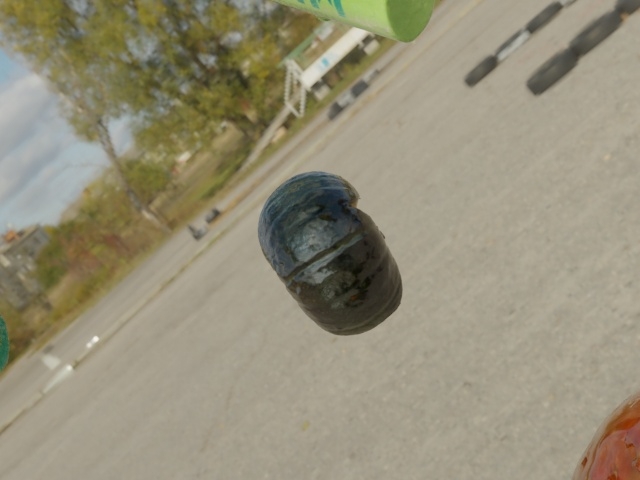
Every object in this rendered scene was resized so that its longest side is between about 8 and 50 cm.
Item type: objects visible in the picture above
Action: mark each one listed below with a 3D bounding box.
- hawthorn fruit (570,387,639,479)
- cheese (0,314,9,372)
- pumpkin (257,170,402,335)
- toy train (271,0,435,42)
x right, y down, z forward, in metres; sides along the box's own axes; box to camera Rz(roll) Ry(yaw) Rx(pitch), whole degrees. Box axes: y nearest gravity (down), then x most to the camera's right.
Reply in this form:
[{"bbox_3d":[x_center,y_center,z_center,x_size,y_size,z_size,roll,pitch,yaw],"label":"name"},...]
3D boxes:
[{"bbox_3d":[0.316,0.166,0.559,0.307,0.276,0.276,-32,3,-27],"label":"hawthorn fruit"},{"bbox_3d":[-0.355,0.099,0.749,0.083,0.204,0.320,-60,36,27],"label":"cheese"},{"bbox_3d":[0.000,0.000,0.928,0.119,0.183,0.107,-38,-29,6],"label":"pumpkin"},{"bbox_3d":[-0.011,-0.242,0.741,0.253,0.157,0.105,25,65,32],"label":"toy train"}]
